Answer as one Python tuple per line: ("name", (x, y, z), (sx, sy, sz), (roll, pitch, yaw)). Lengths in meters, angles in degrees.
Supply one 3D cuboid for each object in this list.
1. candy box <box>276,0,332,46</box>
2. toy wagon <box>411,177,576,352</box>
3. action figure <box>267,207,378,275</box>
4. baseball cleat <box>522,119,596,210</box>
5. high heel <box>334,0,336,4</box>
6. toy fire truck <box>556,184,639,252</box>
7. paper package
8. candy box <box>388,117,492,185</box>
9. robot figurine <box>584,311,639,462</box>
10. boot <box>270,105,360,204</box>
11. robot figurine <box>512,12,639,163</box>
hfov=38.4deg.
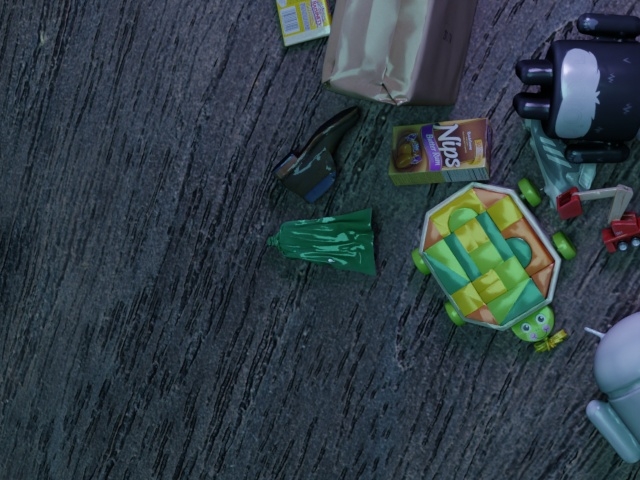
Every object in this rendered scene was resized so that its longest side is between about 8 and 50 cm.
("candy box", (-0.041, -0.500, 1.834), (0.105, 0.027, 0.206), (-10, 93, 20))
("toy wagon", (0.343, 0.058, 1.727), (0.267, 0.068, 0.344), (-35, 83, 22))
("action figure", (0.000, 0.000, 1.859), (0.232, 0.063, 0.137), (1, 99, 18))
("baseball cleat", (0.438, -0.160, 1.670), (0.109, 0.072, 0.206), (-16, 100, 16))
("high heel", (0.059, -0.587, 1.700), (0.127, 0.181, 0.378), (7, 99, 21))
("toy fire truck", (0.528, -0.050, 1.620), (0.192, 0.047, 0.135), (-21, 116, 23))
("paper package", (0.154, -0.395, 1.608), (0.168, 0.325, 0.310), (16, 103, 20))
("candy box", (0.226, -0.166, 1.731), (0.186, 0.053, 0.109), (-3, 64, 21))
("robot figurine", (0.609, 0.263, 1.573), (0.300, 0.199, 0.353), (-39, 82, 21))
("boot", (0.015, -0.169, 1.841), (0.219, 0.082, 0.106), (-38, 104, 17))
("robot figurine", (0.472, -0.255, 1.565), (0.278, 0.209, 0.174), (2, 57, 4))
